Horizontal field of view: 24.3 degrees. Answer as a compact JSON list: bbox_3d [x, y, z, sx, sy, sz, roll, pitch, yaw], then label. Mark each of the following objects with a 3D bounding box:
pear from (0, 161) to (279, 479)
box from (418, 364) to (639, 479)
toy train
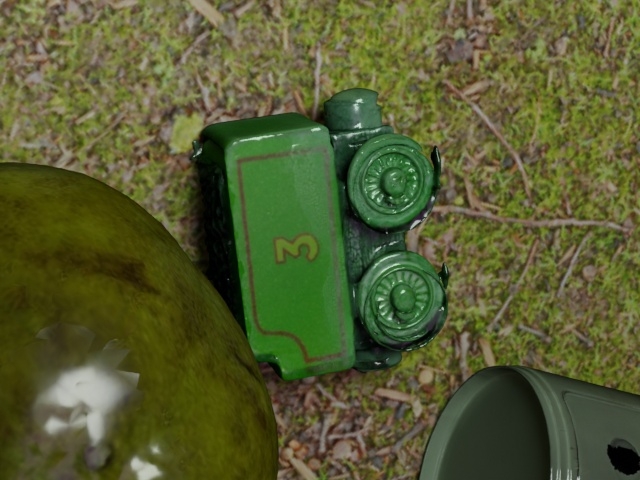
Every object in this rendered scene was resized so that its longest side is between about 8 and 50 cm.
[{"bbox_3d":[-0.206,0.119,1.043,0.352,0.413,0.351,-7,110,-18],"label":"pear"},{"bbox_3d":[0.203,0.233,1.323,0.149,0.226,0.226,15,98,-23],"label":"box"},{"bbox_3d":[0.000,0.000,1.245,0.188,0.132,0.243,-11,105,-13],"label":"toy train"}]
